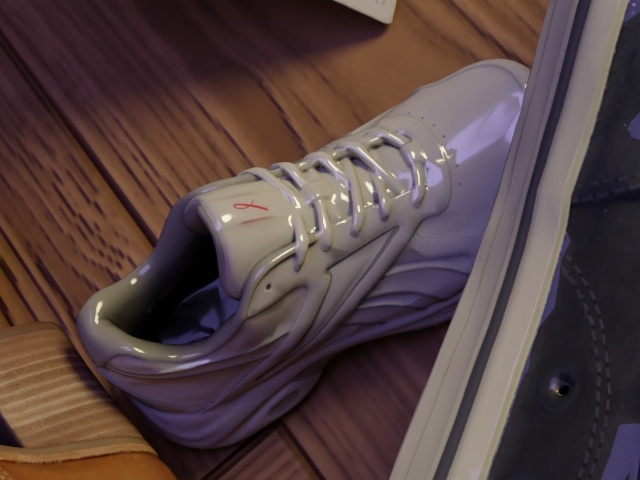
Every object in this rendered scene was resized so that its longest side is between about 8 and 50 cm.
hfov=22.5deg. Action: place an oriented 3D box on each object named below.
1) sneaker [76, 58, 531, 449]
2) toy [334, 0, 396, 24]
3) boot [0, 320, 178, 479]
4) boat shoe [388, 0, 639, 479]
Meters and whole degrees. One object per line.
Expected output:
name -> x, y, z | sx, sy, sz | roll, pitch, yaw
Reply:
sneaker -> 0.000, 0.000, 0.670 | 0.232, 0.115, 0.090 | -39, 61, 5
toy -> -0.066, -0.197, 0.747 | 0.056, 0.237, 0.137 | -16, 57, 59
boot -> -0.154, 0.164, 0.595 | 0.220, 0.283, 0.109 | 56, 133, 17
boat shoe -> 0.146, 0.001, 0.578 | 0.156, 0.187, 0.500 | 17, 83, 22
